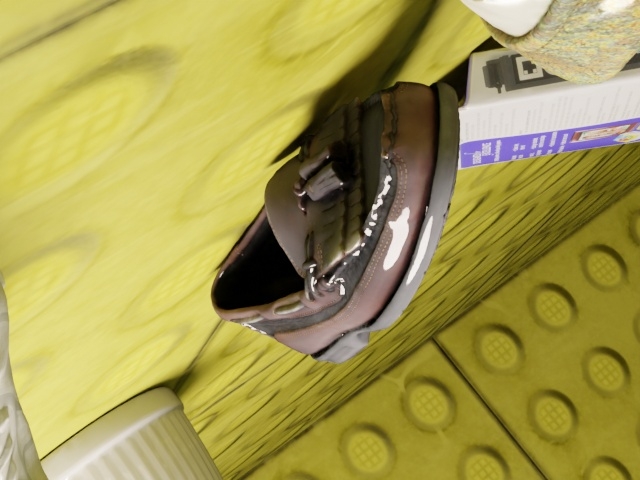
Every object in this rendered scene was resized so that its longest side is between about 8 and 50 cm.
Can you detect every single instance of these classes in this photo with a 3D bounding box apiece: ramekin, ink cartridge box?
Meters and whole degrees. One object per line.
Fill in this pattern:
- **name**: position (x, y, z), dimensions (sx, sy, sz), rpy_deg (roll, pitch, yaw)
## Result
- **ramekin**: position (-0.173, 0.223, 1.214), dimensions (0.207, 0.109, 0.207), rpy_deg (-37, 170, -8)
- **ink cartridge box**: position (0.152, -0.094, 1.037), dimensions (0.208, 0.045, 0.206), rpy_deg (-11, 171, 4)

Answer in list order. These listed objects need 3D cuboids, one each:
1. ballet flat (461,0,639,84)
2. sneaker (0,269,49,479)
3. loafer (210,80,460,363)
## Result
- **ballet flat**: position (0.076, -0.139, 0.486), dimensions (0.123, 0.123, 0.348), rpy_deg (-37, 171, -13)
- **sneaker**: position (-0.155, 0.088, 0.616), dimensions (0.110, 0.118, 0.292), rpy_deg (-33, 168, -20)
- **loafer**: position (0.000, 0.000, 0.855), dimensions (0.095, 0.109, 0.302), rpy_deg (8, 157, -9)
